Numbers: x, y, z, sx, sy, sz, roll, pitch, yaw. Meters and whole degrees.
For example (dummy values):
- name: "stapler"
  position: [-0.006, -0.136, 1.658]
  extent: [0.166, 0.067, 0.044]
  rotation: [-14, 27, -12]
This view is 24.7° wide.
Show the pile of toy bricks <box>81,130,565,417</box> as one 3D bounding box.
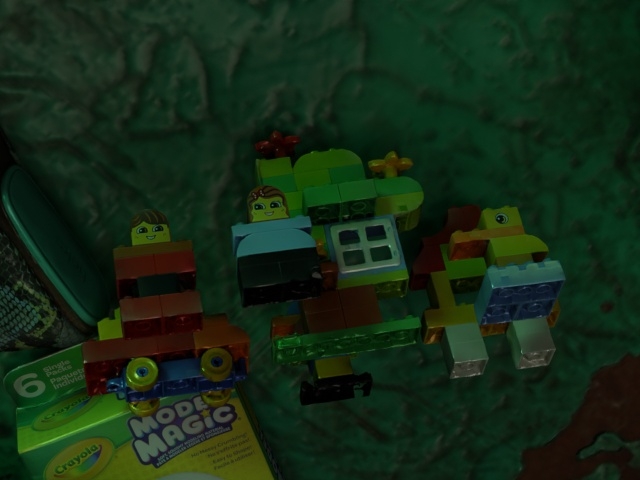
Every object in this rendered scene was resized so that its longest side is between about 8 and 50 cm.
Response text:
- name: "pile of toy bricks"
  position: [0.000, 0.000, 0.627]
  extent: [0.212, 0.105, 0.118]
  rotation: [-7, 148, -10]

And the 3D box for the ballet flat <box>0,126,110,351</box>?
- name: "ballet flat"
  position: [-0.154, -0.027, 0.596]
  extent: [0.070, 0.070, 0.188]
  rotation: [-25, 116, -1]

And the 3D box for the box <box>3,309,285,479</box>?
- name: "box"
  position: [-0.072, 0.120, 0.698]
  extent: [0.105, 0.043, 0.179]
  rotation: [-22, 117, -2]
